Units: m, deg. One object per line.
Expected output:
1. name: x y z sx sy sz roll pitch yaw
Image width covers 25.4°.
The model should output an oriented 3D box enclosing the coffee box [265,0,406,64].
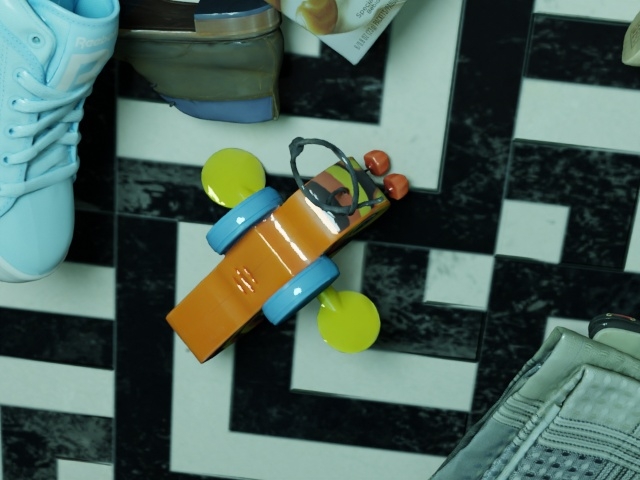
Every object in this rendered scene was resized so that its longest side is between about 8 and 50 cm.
1. coffee box: -0.031 -0.263 1.041 0.246 0.098 0.141 33 117 -12

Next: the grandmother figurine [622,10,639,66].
1. grandmother figurine: 0.399 -0.089 1.095 0.342 0.104 0.208 31 126 -8

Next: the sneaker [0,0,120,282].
1. sneaker: -0.215 -0.127 1.029 0.150 0.135 0.366 12 121 34

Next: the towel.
1. towel: 0.262 0.249 1.293 0.324 0.056 0.312 25 125 -12

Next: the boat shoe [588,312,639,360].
1. boat shoe: 0.296 0.099 1.240 0.133 0.042 0.049 19 116 -7

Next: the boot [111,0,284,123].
1. boot: -0.133 -0.140 1.129 0.219 0.082 0.106 0 123 16

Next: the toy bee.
1. toy bee: 0.000 0.000 1.166 0.298 0.162 0.195 -14 104 48
